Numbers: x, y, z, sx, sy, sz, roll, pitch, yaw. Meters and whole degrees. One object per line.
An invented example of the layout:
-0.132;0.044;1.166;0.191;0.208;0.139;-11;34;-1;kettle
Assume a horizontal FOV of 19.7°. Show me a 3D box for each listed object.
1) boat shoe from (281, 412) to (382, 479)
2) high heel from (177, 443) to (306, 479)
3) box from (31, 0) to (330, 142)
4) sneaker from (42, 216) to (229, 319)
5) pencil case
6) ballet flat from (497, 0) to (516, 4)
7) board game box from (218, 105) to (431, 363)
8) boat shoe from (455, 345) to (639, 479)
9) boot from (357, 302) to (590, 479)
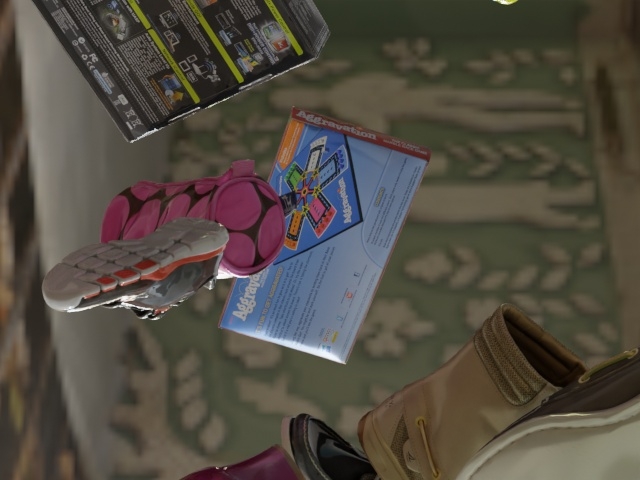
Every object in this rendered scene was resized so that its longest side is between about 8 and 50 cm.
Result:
0.044;0.222;1.711;0.233;0.079;0.084;45;-148;-38;boat shoe
-0.020;0.259;1.285;0.244;0.117;0.082;58;150;17;high heel
-0.151;-0.243;1.648;0.270;0.216;0.060;56;-153;-21;box
-0.127;0.034;1.314;0.061;0.158;0.065;27;124;41;sneaker
-0.115;-0.015;1.623;0.209;0.095;0.098;-5;98;53;pencil case
0.198;-0.250;1.308;0.077;0.231;0.077;47;-170;-37;ballet flat
0.000;0.000;1.881;0.027;0.145;0.281;-82;11;-53;board game box
0.249;0.149;1.498;0.109;0.305;0.091;55;-154;-15;boat shoe
0.180;0.206;1.624;0.262;0.203;0.095;53;-152;11;boot
